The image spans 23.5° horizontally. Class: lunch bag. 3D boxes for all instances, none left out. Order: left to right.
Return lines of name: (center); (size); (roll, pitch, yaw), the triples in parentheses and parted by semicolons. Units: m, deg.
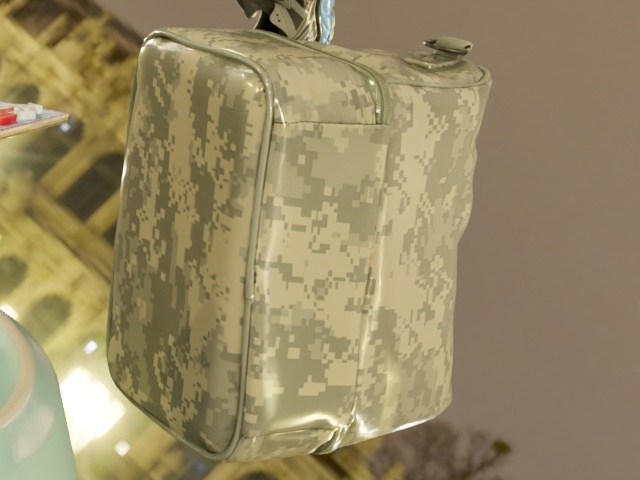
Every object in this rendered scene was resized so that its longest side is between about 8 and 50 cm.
lunch bag: (0.000, 0.000, 1.133); (0.212, 0.256, 0.305); (26, -66, 53)

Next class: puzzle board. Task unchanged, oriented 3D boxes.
puzzle board: (-0.218, -0.075, 0.896); (0.096, 0.011, 0.128); (12, 14, 15)

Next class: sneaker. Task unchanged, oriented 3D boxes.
sneaker: (-0.031, -0.211, 1.210); (0.188, 0.078, 0.067); (89, -18, -55)

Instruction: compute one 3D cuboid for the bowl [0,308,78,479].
bowl: (-0.299, 0.135, 1.056); (0.311, 0.311, 0.163); (38, -54, 25)
